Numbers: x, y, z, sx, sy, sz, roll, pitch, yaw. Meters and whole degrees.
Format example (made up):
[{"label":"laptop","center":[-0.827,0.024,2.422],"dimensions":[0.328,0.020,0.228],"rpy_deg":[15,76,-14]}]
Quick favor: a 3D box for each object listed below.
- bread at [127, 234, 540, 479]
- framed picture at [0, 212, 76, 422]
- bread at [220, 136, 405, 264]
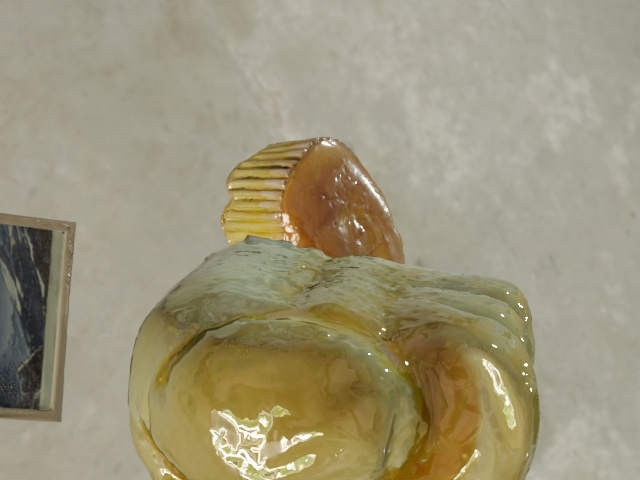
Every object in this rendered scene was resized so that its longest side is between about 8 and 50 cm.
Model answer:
[{"label":"bread","center":[0.013,0.129,0.934],"dimensions":[0.341,0.301,0.210],"rpy_deg":[-68,162,-80]},{"label":"framed picture","center":[-0.525,0.118,2.020],"dimensions":[0.247,0.022,0.335],"rpy_deg":[8,76,-24]},{"label":"bread","center":[0.000,0.000,1.448],"dimensions":[0.179,0.133,0.250],"rpy_deg":[-44,122,-39]}]
